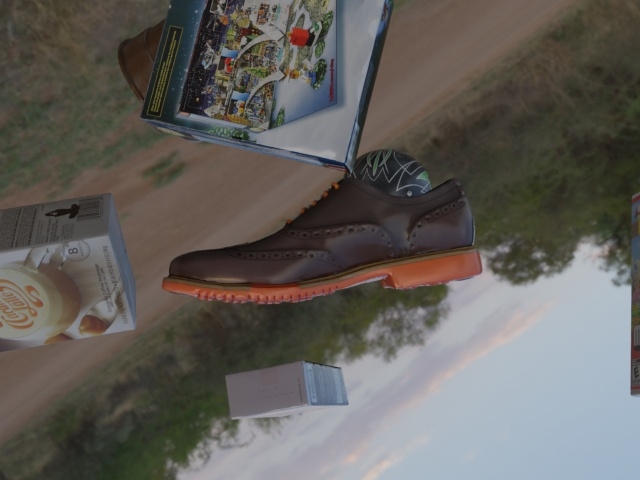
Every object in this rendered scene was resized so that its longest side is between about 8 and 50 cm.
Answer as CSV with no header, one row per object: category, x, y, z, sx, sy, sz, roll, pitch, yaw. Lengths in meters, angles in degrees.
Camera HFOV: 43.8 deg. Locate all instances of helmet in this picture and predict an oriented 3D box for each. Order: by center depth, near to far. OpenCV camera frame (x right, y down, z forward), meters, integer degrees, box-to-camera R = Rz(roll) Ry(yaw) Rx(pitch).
helmet,0.109,-0.073,1.320,0.170,0.161,0.169,-10,-146,7

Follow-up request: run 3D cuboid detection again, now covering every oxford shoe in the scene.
oxford shoe,0.000,0.000,0.677,0.272,0.098,0.097,-6,178,-13

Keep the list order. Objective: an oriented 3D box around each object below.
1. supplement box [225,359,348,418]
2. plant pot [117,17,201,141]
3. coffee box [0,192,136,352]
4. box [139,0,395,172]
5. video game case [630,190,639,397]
supplement box,-0.048,0.246,1.301,0.130,0.073,0.239,-13,165,13
plant pot,-0.147,-0.243,1.043,0.165,0.167,0.167,-34,178,22
coffee box,-0.346,0.044,0.903,0.247,0.141,0.098,-10,-145,-6
box,-0.027,-0.181,0.597,0.044,0.159,0.233,29,75,-78
video game case,0.452,0.050,1.006,0.025,0.285,0.204,8,165,-5
